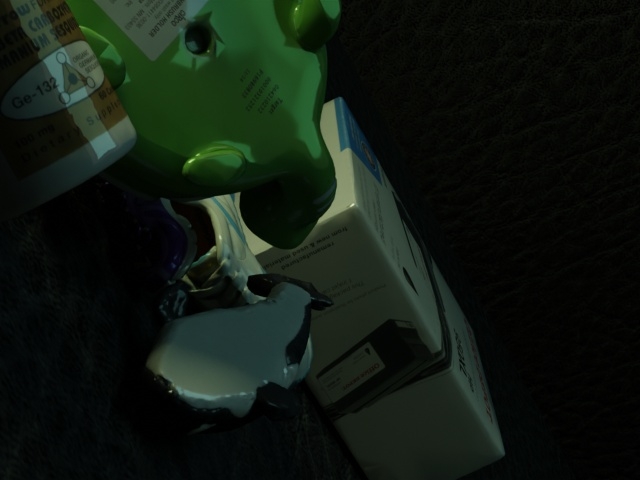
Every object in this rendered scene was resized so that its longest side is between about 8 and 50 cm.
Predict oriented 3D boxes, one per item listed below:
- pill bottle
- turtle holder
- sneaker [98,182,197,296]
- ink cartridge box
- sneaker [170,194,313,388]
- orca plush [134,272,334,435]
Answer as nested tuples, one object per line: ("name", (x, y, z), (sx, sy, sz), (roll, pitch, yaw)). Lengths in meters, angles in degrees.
("pill bottle", (-0.236, -0.138, 1.120), (0.229, 0.131, 0.131), (62, 11, -12))
("turtle holder", (-0.111, -0.144, 1.345), (0.320, 0.227, 0.243), (16, 77, -30))
("sneaker", (-0.165, -0.019, 1.423), (0.071, 0.068, 0.170), (30, 24, -45))
("ink cartridge box", (0.051, 0.073, 1.907), (0.395, 0.166, 0.285), (59, 12, -28))
("sneaker", (-0.091, 0.047, 1.545), (0.229, 0.087, 0.092), (58, 17, 5))
("orca plush", (-0.093, 0.107, 1.379), (0.151, 0.102, 0.287), (35, 26, -7))
